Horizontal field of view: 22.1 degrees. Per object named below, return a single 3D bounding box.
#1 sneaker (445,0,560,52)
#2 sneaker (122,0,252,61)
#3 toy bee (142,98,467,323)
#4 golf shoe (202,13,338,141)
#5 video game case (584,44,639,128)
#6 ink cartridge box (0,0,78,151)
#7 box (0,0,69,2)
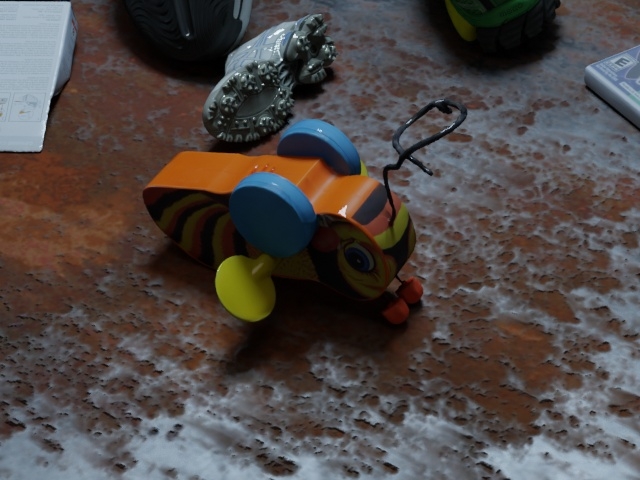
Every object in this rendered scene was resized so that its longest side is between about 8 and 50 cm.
[{"bbox_3d":[0.138,-0.343,1.598,0.134,0.146,0.343,-26,44,5],"label":"sneaker"},{"bbox_3d":[-0.080,-0.367,1.660,0.169,0.257,0.447,-25,64,35],"label":"sneaker"},{"bbox_3d":[0.000,0.000,1.268,0.195,0.162,0.298,-38,26,-22],"label":"toy bee"},{"bbox_3d":[-0.062,-0.144,1.495,0.086,0.069,0.176,4,34,40],"label":"golf shoe"},{"bbox_3d":[0.368,-0.129,1.456,0.183,0.023,0.201,-23,44,-20],"label":"video game case"},{"bbox_3d":[-0.311,-0.147,1.537,0.145,0.045,0.179,1,59,5],"label":"ink cartridge box"},{"bbox_3d":[-0.364,-0.285,1.682,0.233,0.044,0.159,2,42,7],"label":"box"}]
